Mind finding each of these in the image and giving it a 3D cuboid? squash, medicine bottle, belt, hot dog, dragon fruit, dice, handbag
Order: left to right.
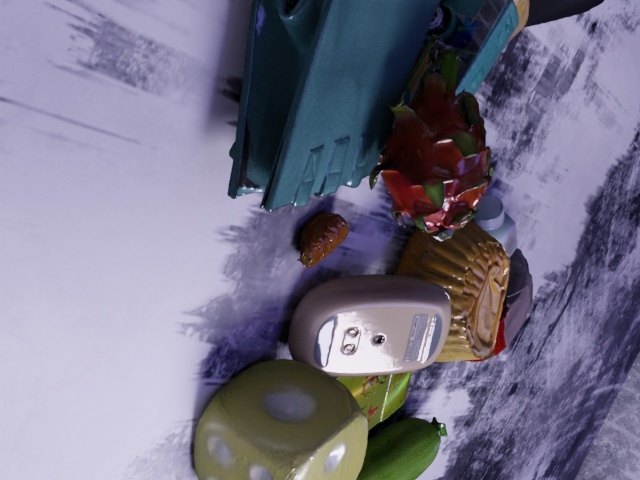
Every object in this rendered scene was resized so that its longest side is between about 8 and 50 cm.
[{"bbox_3d":[-0.050,0.268,1.335,0.169,0.166,0.169,-31,139,-43],"label":"dice"},{"bbox_3d":[0.000,0.000,1.322,0.083,0.035,0.058,-41,145,-34],"label":"hot dog"},{"bbox_3d":[0.007,-0.182,1.117,0.269,0.100,0.274,-28,139,-56],"label":"handbag"},{"bbox_3d":[0.096,0.384,1.735,0.395,0.107,0.107,-22,132,-48],"label":"squash"},{"bbox_3d":[0.131,-0.118,1.191,0.137,0.135,0.235,-28,121,-72],"label":"dragon fruit"},{"bbox_3d":[0.283,0.112,1.778,0.201,0.128,0.124,-50,150,-23],"label":"belt"},{"bbox_3d":[0.281,-0.020,1.716,0.055,0.074,0.118,-49,149,-21],"label":"medicine bottle"}]

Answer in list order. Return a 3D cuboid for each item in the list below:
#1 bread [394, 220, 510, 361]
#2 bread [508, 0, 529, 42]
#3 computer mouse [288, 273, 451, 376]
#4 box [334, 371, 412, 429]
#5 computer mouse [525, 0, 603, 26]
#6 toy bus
[{"bbox_3d":[0.198,0.073,1.572,0.240,0.139,0.239,-14,107,-55],"label":"bread"},{"bbox_3d":[0.234,-0.304,1.418,0.115,0.056,0.082,-45,144,-19],"label":"bread"},{"bbox_3d":[0.067,0.116,1.420,0.237,0.082,0.145,-2,116,-23],"label":"computer mouse"},{"bbox_3d":[0.049,0.237,1.595,0.311,0.043,0.172,-25,134,-48],"label":"box"},{"bbox_3d":[0.393,-0.415,1.545,0.295,0.087,0.168,-34,144,-37],"label":"computer mouse"},{"bbox_3d":[0.147,-0.207,1.315,0.261,0.109,0.091,-59,157,-3],"label":"toy bus"}]
